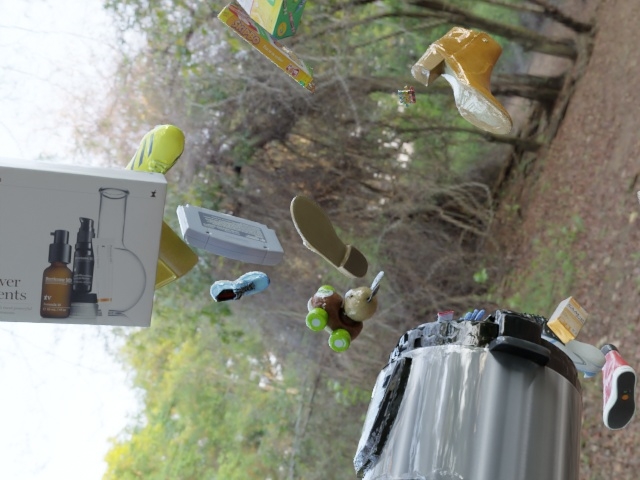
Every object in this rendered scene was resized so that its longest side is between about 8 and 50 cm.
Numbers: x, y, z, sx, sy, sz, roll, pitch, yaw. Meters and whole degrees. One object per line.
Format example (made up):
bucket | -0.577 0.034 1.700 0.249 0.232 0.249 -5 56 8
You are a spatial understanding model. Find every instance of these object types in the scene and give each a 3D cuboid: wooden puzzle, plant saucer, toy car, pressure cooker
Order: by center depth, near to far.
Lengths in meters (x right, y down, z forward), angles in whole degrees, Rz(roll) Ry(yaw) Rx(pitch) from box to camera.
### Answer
pressure cooker | 0.277 0.338 1.323 0.375 0.370 0.420 45 -132 -35
toy car | 0.077 0.146 1.779 0.188 0.149 0.155 -43 8 23
plant saucer | -0.544 0.065 1.994 0.333 0.333 0.081 54 -168 -48
wooden puzzle | 0.264 -0.438 2.251 0.083 0.049 0.006 70 -155 -50

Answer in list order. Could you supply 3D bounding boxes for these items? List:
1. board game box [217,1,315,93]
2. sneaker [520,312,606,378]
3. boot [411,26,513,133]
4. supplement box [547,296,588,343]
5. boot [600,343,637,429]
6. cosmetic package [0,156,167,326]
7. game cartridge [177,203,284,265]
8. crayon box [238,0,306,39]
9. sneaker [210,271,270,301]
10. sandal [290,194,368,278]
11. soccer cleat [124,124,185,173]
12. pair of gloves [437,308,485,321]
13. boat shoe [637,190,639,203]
board game box | -0.107 -0.422 1.618 0.039 0.259 0.124 -46 16 17
sneaker | 0.582 0.261 1.819 0.086 0.237 0.085 -64 -9 31
boot | 0.387 -0.399 1.773 0.211 0.295 0.104 -43 -19 -26
supplement box | 0.573 0.183 1.708 0.098 0.062 0.036 -41 -3 -43
boot | 0.919 0.456 2.324 0.176 0.089 0.244 -95 3 -65
cosmetic package | -0.482 0.004 1.321 0.097 0.378 0.284 -141 57 -66
game cartridge | -0.260 -0.013 2.124 0.062 0.297 0.198 -63 27 24
crayon box | -0.099 -0.628 1.721 0.081 0.165 0.278 -25 -21 -32
sneaker | -0.211 0.134 1.967 0.073 0.162 0.063 -115 9 -66
sandal | -0.003 0.005 1.608 0.079 0.240 0.088 -17 37 50
soccer cleat | -0.387 -0.139 1.619 0.289 0.093 0.121 -39 37 33
pair of gloves | 0.359 0.255 1.989 0.023 0.198 0.159 50 135 51
boat shoe | 0.916 -0.085 1.944 0.285 0.092 0.102 -56 -57 -76
